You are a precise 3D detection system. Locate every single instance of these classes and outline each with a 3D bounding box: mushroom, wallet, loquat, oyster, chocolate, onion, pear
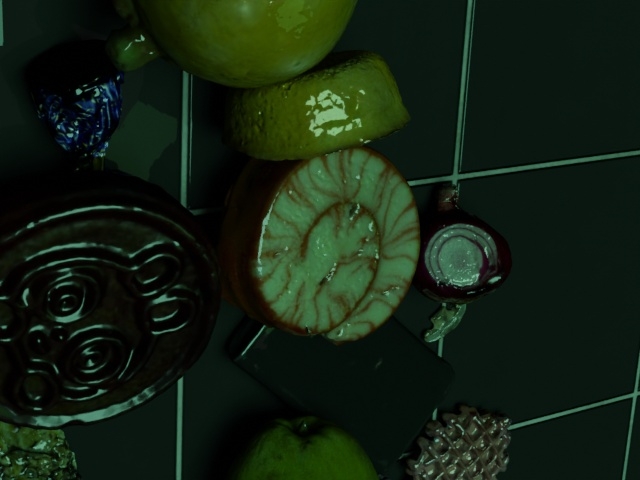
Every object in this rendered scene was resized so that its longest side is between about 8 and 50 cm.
[{"bbox_3d":[0.213,0.137,2.270,0.101,0.019,0.049,-46,126,-12],"label":"mushroom"},{"bbox_3d":[0.043,0.199,2.155,0.228,0.062,0.406,-52,126,-7],"label":"wallet"},{"bbox_3d":[-0.122,-0.335,1.677,0.359,0.328,0.328,-39,125,-3],"label":"loquat"},{"bbox_3d":[-0.440,0.356,1.879,0.223,0.083,0.214,18,94,-31],"label":"oyster"},{"bbox_3d":[-0.302,-0.092,1.791,0.148,0.126,0.343,-60,149,-50],"label":"chocolate"},{"bbox_3d":[0.216,0.012,2.173,0.173,0.135,0.198,-4,71,-15],"label":"onion"},{"bbox_3d":[-0.025,0.427,2.080,0.269,0.269,0.321,-15,111,-29],"label":"pear"}]

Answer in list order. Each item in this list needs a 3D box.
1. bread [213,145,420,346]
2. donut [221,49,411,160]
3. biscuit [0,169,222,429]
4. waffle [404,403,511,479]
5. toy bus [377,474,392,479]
[{"bbox_3d":[-0.001,-0.004,1.947,0.327,0.114,0.295,19,90,-41],"label":"bread"},{"bbox_3d":[-0.015,-0.192,1.846,0.277,0.277,0.108,-20,107,-27],"label":"donut"},{"bbox_3d":[-0.323,0.095,1.783,0.407,0.091,0.407,-13,127,-18],"label":"biscuit"},{"bbox_3d":[0.244,0.399,2.367,0.234,0.055,0.221,7,103,-35],"label":"waffle"},{"bbox_3d":[0.112,0.510,2.285,0.096,0.108,0.199,-26,120,-24],"label":"toy bus"}]
